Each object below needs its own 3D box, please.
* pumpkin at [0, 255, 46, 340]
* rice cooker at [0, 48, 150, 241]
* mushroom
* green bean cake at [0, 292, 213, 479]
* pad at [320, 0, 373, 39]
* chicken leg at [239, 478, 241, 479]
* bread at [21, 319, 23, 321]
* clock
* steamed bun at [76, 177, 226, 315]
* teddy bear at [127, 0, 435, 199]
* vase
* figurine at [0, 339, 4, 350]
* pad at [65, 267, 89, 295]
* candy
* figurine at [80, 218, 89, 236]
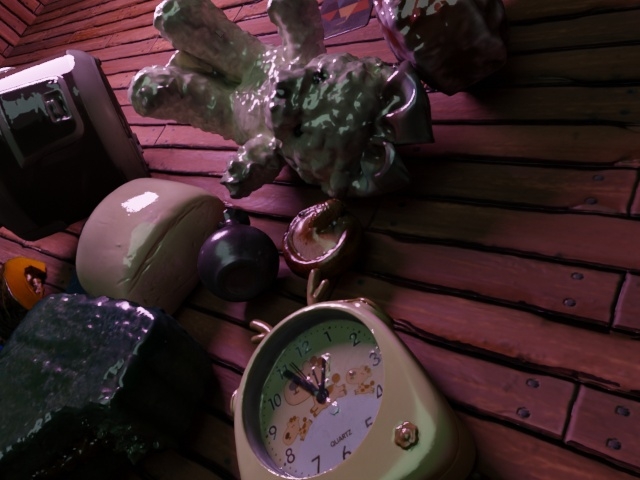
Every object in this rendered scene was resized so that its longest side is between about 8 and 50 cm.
[{"bbox_3d":[-0.656,0.144,1.160,0.163,0.111,0.278,-52,45,3],"label":"pumpkin"},{"bbox_3d":[-0.542,-0.188,1.093,0.325,0.335,0.335,-24,44,-10],"label":"rice cooker"},{"bbox_3d":[0.000,0.000,0.766,0.127,0.087,0.127,-20,46,23],"label":"mushroom"},{"bbox_3d":[-0.337,0.239,0.764,0.300,0.169,0.308,5,53,33],"label":"green bean cake"},{"bbox_3d":[0.057,-0.493,1.123,0.142,0.003,0.212,-5,59,36],"label":"pad"},{"bbox_3d":[-0.063,0.356,0.601,0.093,0.053,0.205,-24,51,3],"label":"chicken leg"},{"bbox_3d":[-0.477,0.156,1.034,0.152,0.077,0.105,-39,46,7],"label":"bread"},{"bbox_3d":[0.009,0.175,0.632,0.235,0.096,0.308,-39,45,11],"label":"clock"},{"bbox_3d":[-0.290,0.004,0.934,0.200,0.155,0.250,16,72,37],"label":"steamed bun"},{"bbox_3d":[-0.075,-0.213,0.794,0.328,0.375,0.362,-66,20,9],"label":"teddy bear"},{"bbox_3d":[-0.129,0.013,0.848,0.120,0.120,0.183,-39,31,10],"label":"vase"},{"bbox_3d":[-0.715,0.301,1.085,0.164,0.121,0.262,20,72,48],"label":"figurine"},{"bbox_3d":[-0.405,0.016,1.122,0.268,0.012,0.270,-7,58,35],"label":"pad"},{"bbox_3d":[0.163,-0.334,0.780,0.157,0.214,0.290,-28,46,26],"label":"candy"},{"bbox_3d":[-0.405,-0.019,1.086,0.149,0.087,0.086,-22,12,23],"label":"figurine"}]
